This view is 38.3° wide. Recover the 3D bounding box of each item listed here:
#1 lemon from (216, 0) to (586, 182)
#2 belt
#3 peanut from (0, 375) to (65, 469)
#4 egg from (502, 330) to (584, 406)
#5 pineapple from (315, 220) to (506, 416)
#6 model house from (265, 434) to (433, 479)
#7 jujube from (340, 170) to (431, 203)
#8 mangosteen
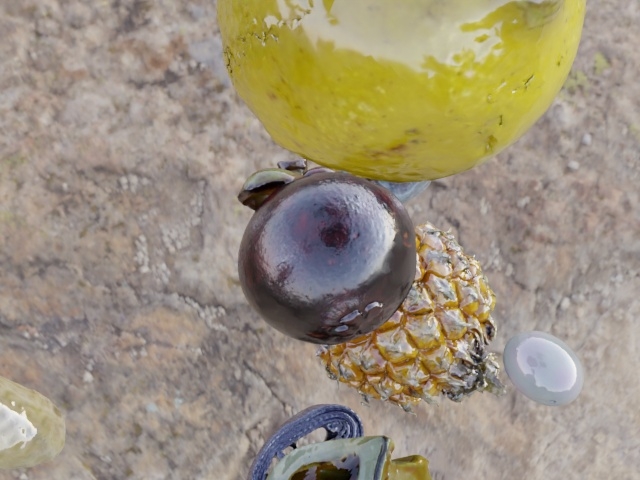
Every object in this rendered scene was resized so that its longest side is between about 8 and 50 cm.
[{"bbox_3d":[0.061,-0.170,0.691,0.310,0.258,0.258,1,48,55],"label":"lemon"},{"bbox_3d":[-0.026,0.382,1.616,0.230,0.126,0.140,-40,87,-15],"label":"belt"},{"bbox_3d":[-0.336,0.160,0.890,0.099,0.214,0.099,-21,41,20],"label":"peanut"},{"bbox_3d":[0.342,0.196,1.422,0.103,0.103,0.135,-38,57,-17],"label":"egg"},{"bbox_3d":[0.180,0.141,1.484,0.286,0.209,0.344,36,84,23],"label":"pineapple"},{"bbox_3d":[0.043,0.391,1.323,0.268,0.239,0.173,-15,64,33],"label":"model house"},{"bbox_3d":[0.136,-0.201,2.014,0.246,0.215,0.308,-43,22,23],"label":"jujube"},{"bbox_3d":[0.000,0.000,1.152,0.228,0.228,0.265,-20,58,-8],"label":"mangosteen"}]
